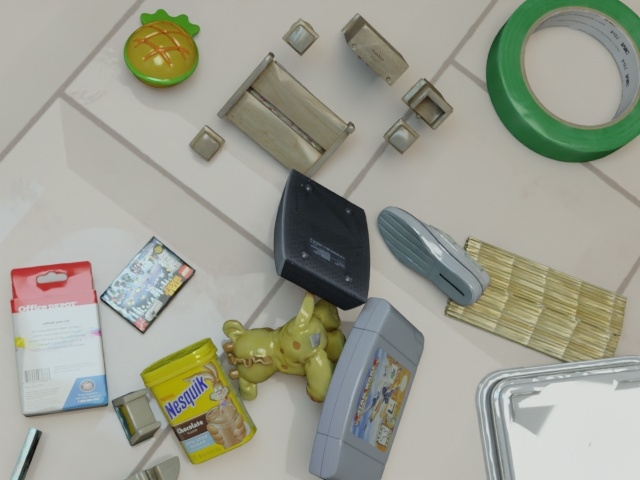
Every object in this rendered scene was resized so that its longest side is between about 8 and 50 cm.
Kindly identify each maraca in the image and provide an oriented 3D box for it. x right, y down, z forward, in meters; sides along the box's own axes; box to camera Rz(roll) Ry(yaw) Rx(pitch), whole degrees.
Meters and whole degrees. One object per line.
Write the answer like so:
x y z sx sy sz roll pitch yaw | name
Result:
-0.270 -0.334 1.785 0.127 0.099 0.185 14 50 -9 | maraca

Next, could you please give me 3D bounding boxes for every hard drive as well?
0.000 0.000 1.694 0.172 0.054 0.254 29 32 -19 | hard drive

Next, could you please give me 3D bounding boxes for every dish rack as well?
0.446 0.344 1.752 0.333 0.072 0.285 -6 78 -5 | dish rack

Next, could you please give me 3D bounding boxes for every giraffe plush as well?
-0.062 0.183 1.679 0.171 0.210 0.181 -13 70 15 | giraffe plush

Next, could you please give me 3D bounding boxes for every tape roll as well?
0.470 -0.307 1.917 0.321 0.077 0.321 2 77 -9 | tape roll

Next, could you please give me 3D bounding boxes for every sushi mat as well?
0.384 0.117 1.836 0.317 0.019 0.151 21 76 -5 | sushi mat

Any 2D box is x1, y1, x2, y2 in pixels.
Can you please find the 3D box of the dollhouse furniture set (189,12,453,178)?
0.002 -0.213 1.834 0.303 0.174 0.355 41 103 -12 | dollhouse furniture set

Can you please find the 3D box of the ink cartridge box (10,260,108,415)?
-0.417 0.157 1.655 0.134 0.078 0.231 -6 79 -12 | ink cartridge box

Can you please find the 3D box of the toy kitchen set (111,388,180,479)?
-0.349 0.349 1.624 0.207 0.122 0.166 -21 81 -34 | toy kitchen set

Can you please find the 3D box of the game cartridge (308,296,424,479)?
0.077 0.252 1.668 0.062 0.198 0.297 12 74 26 | game cartridge

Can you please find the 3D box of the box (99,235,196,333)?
-0.286 0.074 1.723 0.094 0.027 0.137 39 74 -1 | box

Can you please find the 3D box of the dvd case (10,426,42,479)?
-0.451 0.331 1.589 0.013 0.119 0.087 19 74 -5 | dvd case

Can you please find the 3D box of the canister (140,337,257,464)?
-0.190 0.256 1.646 0.126 0.073 0.170 -26 98 12 | canister

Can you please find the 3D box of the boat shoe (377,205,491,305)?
0.197 0.020 1.801 0.226 0.083 0.076 46 46 10 | boat shoe
